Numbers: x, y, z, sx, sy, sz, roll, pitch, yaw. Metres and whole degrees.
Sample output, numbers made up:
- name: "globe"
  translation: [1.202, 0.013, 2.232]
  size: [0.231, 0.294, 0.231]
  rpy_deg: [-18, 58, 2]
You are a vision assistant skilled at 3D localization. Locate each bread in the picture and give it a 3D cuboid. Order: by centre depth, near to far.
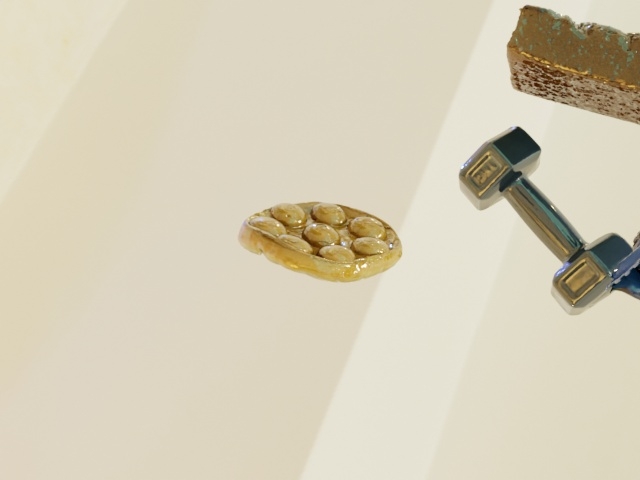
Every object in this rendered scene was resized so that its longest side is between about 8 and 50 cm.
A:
- name: "bread"
  translation: [0.000, 0.000, 0.635]
  size: [0.110, 0.024, 0.110]
  rpy_deg: [7, -157, -3]
- name: "bread"
  translation: [0.509, -0.257, 1.523]
  size: [0.416, 0.165, 0.113]
  rpy_deg: [20, -97, 17]

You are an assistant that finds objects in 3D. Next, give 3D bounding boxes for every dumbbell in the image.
- name: "dumbbell"
  translation: [0.378, -0.034, 1.608]
  size: [0.160, 0.144, 0.325]
  rpy_deg: [-29, -110, -28]

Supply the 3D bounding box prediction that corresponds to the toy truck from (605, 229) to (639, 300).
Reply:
- name: "toy truck"
  translation: [0.452, 0.010, 1.147]
  size: [0.208, 0.113, 0.126]
  rpy_deg: [-34, -105, -23]
